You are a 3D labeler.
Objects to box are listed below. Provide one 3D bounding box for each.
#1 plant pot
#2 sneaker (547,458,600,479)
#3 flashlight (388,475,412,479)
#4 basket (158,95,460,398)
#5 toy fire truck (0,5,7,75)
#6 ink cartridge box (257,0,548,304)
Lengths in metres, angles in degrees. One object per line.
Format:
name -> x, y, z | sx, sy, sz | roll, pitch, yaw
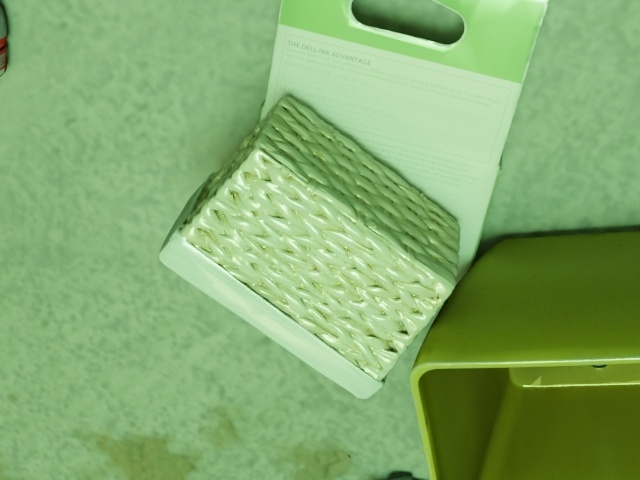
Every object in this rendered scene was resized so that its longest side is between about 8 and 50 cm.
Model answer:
plant pot -> 0.187, 0.104, 0.716 | 0.212, 0.187, 0.212 | -4, 122, 14
sneaker -> 0.312, 0.266, 0.820 | 0.341, 0.125, 0.139 | 25, 125, 1
flashlight -> 0.064, 0.349, 0.937 | 0.103, 0.103, 0.304 | -8, 126, -22
basket -> 0.000, 0.000, 0.689 | 0.167, 0.113, 0.103 | 35, 117, -9
toy fire truck -> -0.315, -0.193, 0.754 | 0.192, 0.047, 0.135 | 12, 118, 5
ink cartridge box -> 0.044, -0.079, 0.732 | 0.171, 0.056, 0.235 | 15, 118, 4
